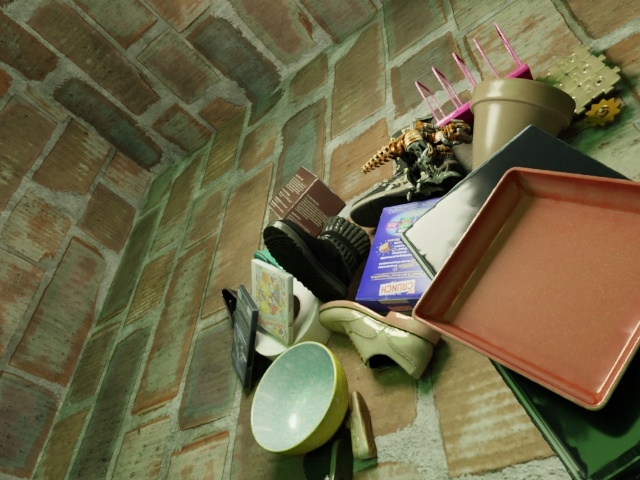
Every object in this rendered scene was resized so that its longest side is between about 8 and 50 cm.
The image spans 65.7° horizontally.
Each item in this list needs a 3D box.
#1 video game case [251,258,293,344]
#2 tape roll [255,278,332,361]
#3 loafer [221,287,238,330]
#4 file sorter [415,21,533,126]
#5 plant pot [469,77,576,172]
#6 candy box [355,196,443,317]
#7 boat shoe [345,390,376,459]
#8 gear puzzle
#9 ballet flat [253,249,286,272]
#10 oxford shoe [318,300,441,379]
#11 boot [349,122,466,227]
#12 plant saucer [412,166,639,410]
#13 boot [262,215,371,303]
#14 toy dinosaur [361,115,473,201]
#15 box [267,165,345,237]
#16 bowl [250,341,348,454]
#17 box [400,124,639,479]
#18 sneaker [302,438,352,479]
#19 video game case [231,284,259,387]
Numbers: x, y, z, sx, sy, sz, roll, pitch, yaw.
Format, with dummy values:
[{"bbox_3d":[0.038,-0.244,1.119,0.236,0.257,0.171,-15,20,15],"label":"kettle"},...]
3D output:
[{"bbox_3d":[-0.148,0.180,1.498,0.227,0.026,0.206,18,111,53],"label":"video game case"},{"bbox_3d":[-0.088,0.255,1.578,0.286,0.100,0.286,-29,39,27],"label":"tape roll"},{"bbox_3d":[-0.298,0.272,1.799,0.109,0.095,0.302,-48,34,4],"label":"loafer"},{"bbox_3d":[0.465,-0.489,1.521,0.291,0.202,0.182,-32,81,26],"label":"file sorter"},{"bbox_3d":[0.505,-0.274,1.319,0.263,0.263,0.229,19,91,54],"label":"plant pot"},{"bbox_3d":[0.267,0.049,1.361,0.268,0.122,0.317,-7,51,43],"label":"candy box"},{"bbox_3d":[0.089,0.453,1.218,0.059,0.063,0.170,-29,39,17],"label":"boat shoe"},{"bbox_3d":[0.728,-0.412,1.361,0.175,0.044,0.339,-40,34,26],"label":"gear puzzle"},{"bbox_3d":[-0.166,0.079,1.871,0.087,0.083,0.247,-33,29,-20],"label":"ballet flat"},{"bbox_3d":[0.120,0.256,1.313,0.397,0.140,0.146,3,64,51],"label":"oxford shoe"},{"bbox_3d":[0.261,-0.217,1.609,0.377,0.138,0.284,-28,40,23],"label":"boot"},{"bbox_3d":[0.273,0.039,0.585,0.259,0.048,0.258,-53,34,-9],"label":"plant saucer"},{"bbox_3d":[-0.002,0.001,1.482,0.131,0.348,0.260,-14,38,42],"label":"boot"},{"bbox_3d":[0.276,-0.233,1.379,0.322,0.164,0.218,-21,79,9],"label":"toy dinosaur"},{"bbox_3d":[-0.054,-0.134,1.856,0.203,0.168,0.167,-48,33,1],"label":"box"},{"bbox_3d":[-0.026,0.426,1.287,0.289,0.156,0.289,-31,37,27],"label":"bowl"},{"bbox_3d":[0.438,0.149,0.756,0.297,0.472,0.480,-41,35,11],"label":"box"},{"bbox_3d":[0.008,0.592,1.172,0.118,0.083,0.222,-30,29,35],"label":"sneaker"},{"bbox_3d":[-0.250,0.308,1.617,0.196,0.026,0.274,-139,53,-61],"label":"video game case"}]
